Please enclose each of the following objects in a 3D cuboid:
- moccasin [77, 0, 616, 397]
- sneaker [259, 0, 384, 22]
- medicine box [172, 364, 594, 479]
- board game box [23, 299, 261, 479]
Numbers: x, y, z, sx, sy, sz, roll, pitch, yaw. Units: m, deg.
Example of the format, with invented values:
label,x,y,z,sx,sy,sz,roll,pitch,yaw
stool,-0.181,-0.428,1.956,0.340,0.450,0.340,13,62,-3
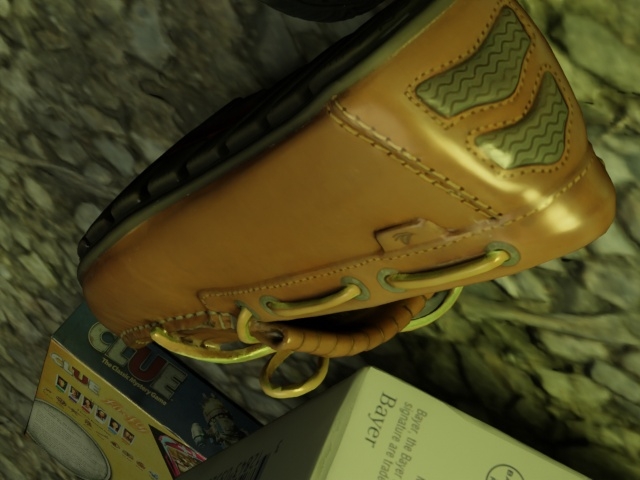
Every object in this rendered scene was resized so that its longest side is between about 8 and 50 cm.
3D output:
label,x,y,z,sx,sy,sz,roll,pitch,yaw
moccasin,0.002,-0.002,0.896,0.147,0.139,0.380,51,146,-8
sneaker,-0.040,-0.172,0.793,0.080,0.081,0.211,-35,122,21
medicine box,0.065,0.218,1.024,0.289,0.149,0.263,29,152,-13
board game box,-0.078,0.156,1.275,0.243,0.042,0.165,38,150,6
